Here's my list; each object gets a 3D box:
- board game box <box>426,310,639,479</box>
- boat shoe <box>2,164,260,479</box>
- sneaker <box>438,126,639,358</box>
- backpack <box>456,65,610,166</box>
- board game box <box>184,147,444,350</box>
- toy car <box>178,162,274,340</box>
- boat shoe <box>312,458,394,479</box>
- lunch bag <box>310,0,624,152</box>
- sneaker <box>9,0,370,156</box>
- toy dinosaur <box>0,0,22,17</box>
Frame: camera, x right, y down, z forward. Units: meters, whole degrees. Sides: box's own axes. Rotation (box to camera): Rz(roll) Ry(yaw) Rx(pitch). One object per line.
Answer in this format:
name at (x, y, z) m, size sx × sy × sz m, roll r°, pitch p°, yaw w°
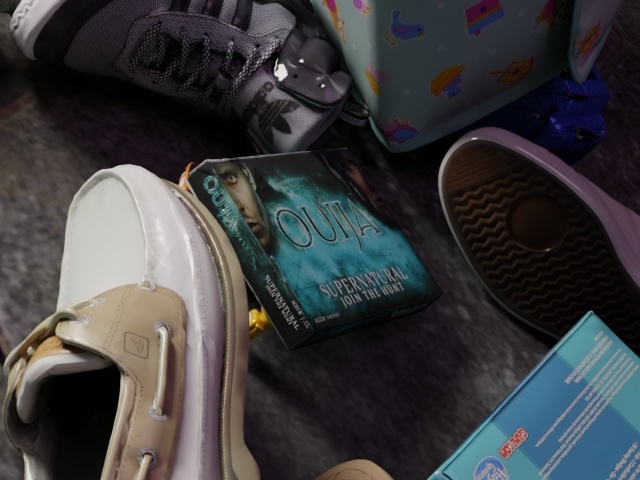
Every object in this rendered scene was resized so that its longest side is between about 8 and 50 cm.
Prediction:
board game box at (0.221, 0.226, 1.014) m, size 0.336 × 0.079 × 0.254 m, roll 45°, pitch 34°, yaw 8°
boat shoe at (-0.104, 0.072, 0.860) m, size 0.103 × 0.113 × 0.302 m, roll 20°, pitch 39°, yaw -35°
sneaker at (0.201, 0.017, 1.231) m, size 0.290 × 0.106 × 0.123 m, roll 43°, pitch 26°, yaw -10°
backpack at (0.164, -0.108, 1.332) m, size 0.120 × 0.098 × 0.101 m, roll 1°, pitch 52°, yaw -43°
board game box at (0.000, 0.000, 1.071) m, size 0.126 × 0.026 × 0.186 m, roll 57°, pitch 26°, yaw 11°
toy car at (-0.068, 0.010, 1.028) m, size 0.060 × 0.040 × 0.122 m, roll 38°, pitch 26°, yaw -39°
boat shoe at (0.048, 0.233, 0.837) m, size 0.092 × 0.103 × 0.285 m, roll 45°, pitch 12°, yaw -37°
lunch bag at (0.128, -0.216, 1.201) m, size 0.262 × 0.223 × 0.160 m, roll -23°, pitch 53°, yaw -15°
sneaker at (-0.071, -0.119, 1.118) m, size 0.268 × 0.101 × 0.153 m, roll -8°, pitch 53°, yaw -50°
toy dinosaur at (-0.156, -0.207, 1.183) m, size 0.268 × 0.064 × 0.118 m, roll -11°, pitch 70°, yaw -50°
